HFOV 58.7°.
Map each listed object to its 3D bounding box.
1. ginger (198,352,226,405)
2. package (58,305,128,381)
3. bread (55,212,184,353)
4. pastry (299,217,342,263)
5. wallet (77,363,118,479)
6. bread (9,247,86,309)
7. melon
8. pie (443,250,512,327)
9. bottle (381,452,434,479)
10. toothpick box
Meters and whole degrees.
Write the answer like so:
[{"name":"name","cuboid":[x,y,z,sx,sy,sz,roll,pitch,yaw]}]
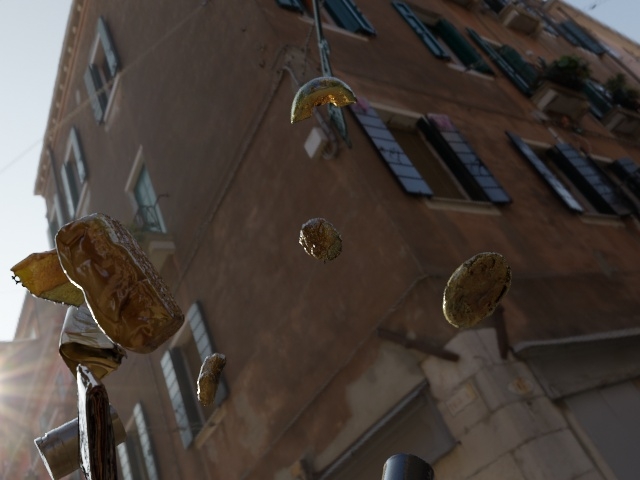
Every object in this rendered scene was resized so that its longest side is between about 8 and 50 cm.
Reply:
[{"name":"ginger","cuboid":[-0.357,0.445,1.858,0.069,0.190,0.095,-10,-47,23]},{"name":"package","cuboid":[-0.759,0.344,1.944,0.165,0.311,0.221,-26,-70,-11]},{"name":"bread","cuboid":[-0.404,0.085,1.150,0.132,0.294,0.167,-40,-7,3]},{"name":"pastry","cuboid":[0.002,-0.004,1.808,0.081,0.153,0.153,-36,-25,-31]},{"name":"wallet","cuboid":[-0.399,0.328,0.993,0.042,0.195,0.161,-6,5,-34]},{"name":"bread","cuboid":[-0.697,0.092,1.544,0.134,0.129,0.260,-46,-13,-3]},{"name":"melon","cuboid":[-0.001,-0.334,1.280,0.160,0.079,0.128,-17,-12,-3]},{"name":"pie","cuboid":[0.506,0.162,1.832,0.274,0.055,0.274,-13,-61,-24]},{"name":"bottle","cuboid":[0.101,0.381,0.709,0.072,0.082,0.244,-62,-2,29]},{"name":"toothpick box","cuboid":[-0.575,0.483,1.372,0.181,0.111,0.111,-24,-29,-34]}]
